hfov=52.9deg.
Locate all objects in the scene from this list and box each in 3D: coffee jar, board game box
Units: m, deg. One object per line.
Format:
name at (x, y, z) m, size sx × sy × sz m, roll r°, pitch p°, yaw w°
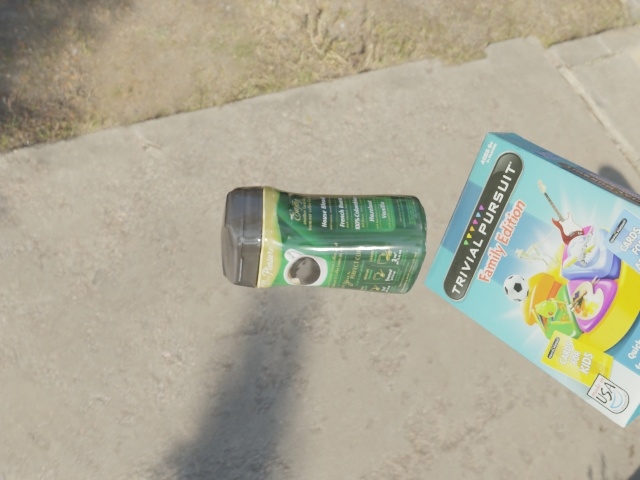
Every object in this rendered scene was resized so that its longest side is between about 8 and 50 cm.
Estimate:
coffee jar at (0.000, 0.000, 0.599) m, size 0.185 × 0.096 × 0.079 m, roll 3°, pitch 51°, yaw -8°
board game box at (0.325, 0.038, 0.860) m, size 0.079 × 0.253 × 0.336 m, roll -8°, pitch 35°, yaw -45°
